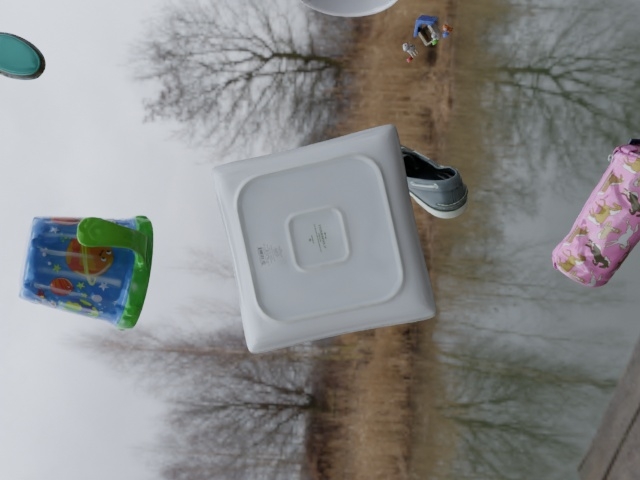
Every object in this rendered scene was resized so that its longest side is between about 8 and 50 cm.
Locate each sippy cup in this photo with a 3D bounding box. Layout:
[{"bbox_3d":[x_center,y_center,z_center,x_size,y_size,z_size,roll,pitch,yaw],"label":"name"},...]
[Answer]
[{"bbox_3d":[-0.470,0.050,1.449,0.240,0.224,0.305,-117,43,-55],"label":"sippy cup"}]

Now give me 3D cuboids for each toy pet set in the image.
[{"bbox_3d":[0.247,-0.492,1.714,0.065,0.122,0.114,52,-142,-13],"label":"toy pet set"}]

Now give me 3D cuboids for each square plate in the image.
[{"bbox_3d":[0.000,0.000,1.277,0.049,0.344,0.347,2,-104,-83],"label":"square plate"}]

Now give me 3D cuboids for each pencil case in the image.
[{"bbox_3d":[0.736,-0.060,1.841,0.167,0.160,0.386,44,128,33],"label":"pencil case"}]

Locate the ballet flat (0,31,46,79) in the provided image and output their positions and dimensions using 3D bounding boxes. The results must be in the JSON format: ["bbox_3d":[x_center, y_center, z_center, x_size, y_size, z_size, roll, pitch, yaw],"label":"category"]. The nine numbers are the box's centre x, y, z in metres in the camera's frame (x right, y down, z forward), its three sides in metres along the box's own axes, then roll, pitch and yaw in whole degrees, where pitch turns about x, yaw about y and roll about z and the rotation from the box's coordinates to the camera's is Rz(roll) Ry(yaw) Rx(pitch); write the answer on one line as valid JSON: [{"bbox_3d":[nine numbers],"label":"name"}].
[{"bbox_3d":[-0.499,-0.288,1.124,0.070,0.188,0.070,22,-90,-84],"label":"ballet flat"}]

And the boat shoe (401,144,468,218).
[{"bbox_3d":[0.183,-0.162,1.544,0.319,0.116,0.099,39,157,39],"label":"boat shoe"}]

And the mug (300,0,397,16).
[{"bbox_3d":[0.023,-0.751,1.722,0.276,0.374,0.328,110,165,-73],"label":"mug"}]
